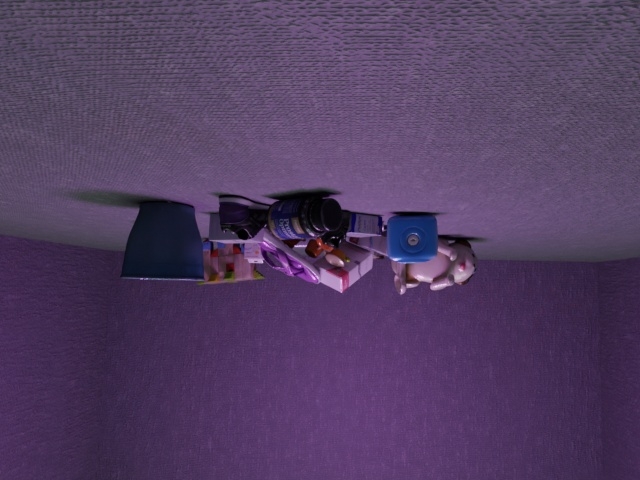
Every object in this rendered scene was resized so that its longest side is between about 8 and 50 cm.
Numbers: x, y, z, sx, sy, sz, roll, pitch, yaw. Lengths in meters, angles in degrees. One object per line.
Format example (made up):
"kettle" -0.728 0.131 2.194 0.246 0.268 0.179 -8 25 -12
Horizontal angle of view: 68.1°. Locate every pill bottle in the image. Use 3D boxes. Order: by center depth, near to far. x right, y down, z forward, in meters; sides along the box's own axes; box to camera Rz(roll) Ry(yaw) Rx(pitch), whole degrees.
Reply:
"pill bottle" -0.047 -0.067 1.387 0.219 0.122 0.123 -4 172 44

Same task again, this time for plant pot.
"plant pot" -0.526 0.007 1.611 0.272 0.254 0.271 2 174 0

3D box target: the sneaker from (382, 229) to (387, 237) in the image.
"sneaker" 0.349 -0.030 2.063 0.162 0.057 0.075 10 148 4

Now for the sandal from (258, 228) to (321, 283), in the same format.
"sandal" -0.181 0.067 1.926 0.416 0.102 0.169 39 159 -15

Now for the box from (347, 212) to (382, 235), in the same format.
"box" 0.134 -0.054 1.720 0.137 0.072 0.126 4 174 -30

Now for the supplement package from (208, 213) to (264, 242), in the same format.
"supplement package" -0.313 -0.045 1.773 0.180 0.105 0.105 -1 173 24

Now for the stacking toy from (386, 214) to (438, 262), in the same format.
"stacking toy" 0.319 -0.023 1.753 0.175 0.165 0.302 -2 -171 2

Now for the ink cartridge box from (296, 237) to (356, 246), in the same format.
"ink cartridge box" 0.000 0.000 2.260 0.331 0.071 0.324 -2 178 -11

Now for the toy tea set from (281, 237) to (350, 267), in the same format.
"toy tea set" -0.022 -0.021 1.941 0.336 0.124 0.200 19 148 28

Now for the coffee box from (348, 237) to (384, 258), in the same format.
"coffee box" 0.250 0.045 2.534 0.141 0.098 0.246 0 174 21

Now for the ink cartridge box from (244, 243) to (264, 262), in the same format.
"ink cartridge box" -0.347 0.049 2.536 0.092 0.143 0.090 0 174 17

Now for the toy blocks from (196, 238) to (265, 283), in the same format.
"toy blocks" -0.520 0.105 2.705 0.382 0.260 0.191 -7 170 15

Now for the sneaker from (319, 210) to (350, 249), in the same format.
"sneaker" 0.001 -0.036 1.674 0.228 0.130 0.087 0 173 36

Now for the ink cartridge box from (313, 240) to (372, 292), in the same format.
"ink cartridge box" 0.098 0.107 2.015 0.159 0.092 0.218 24 -136 35

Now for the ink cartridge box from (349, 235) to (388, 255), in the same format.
"ink cartridge box" 0.229 0.008 2.017 0.175 0.072 0.127 21 180 27

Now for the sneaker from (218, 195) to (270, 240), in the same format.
"sneaker" -0.230 -0.058 1.520 0.107 0.124 0.283 -1 174 30

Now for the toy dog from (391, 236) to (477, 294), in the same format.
"toy dog" 0.571 0.122 2.350 0.409 0.284 0.395 0 175 0
